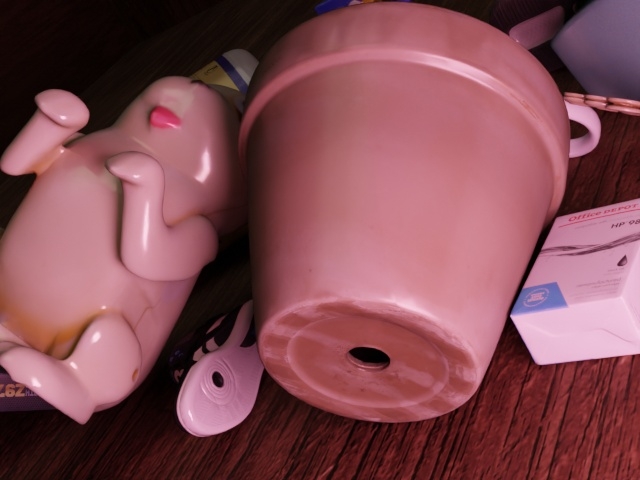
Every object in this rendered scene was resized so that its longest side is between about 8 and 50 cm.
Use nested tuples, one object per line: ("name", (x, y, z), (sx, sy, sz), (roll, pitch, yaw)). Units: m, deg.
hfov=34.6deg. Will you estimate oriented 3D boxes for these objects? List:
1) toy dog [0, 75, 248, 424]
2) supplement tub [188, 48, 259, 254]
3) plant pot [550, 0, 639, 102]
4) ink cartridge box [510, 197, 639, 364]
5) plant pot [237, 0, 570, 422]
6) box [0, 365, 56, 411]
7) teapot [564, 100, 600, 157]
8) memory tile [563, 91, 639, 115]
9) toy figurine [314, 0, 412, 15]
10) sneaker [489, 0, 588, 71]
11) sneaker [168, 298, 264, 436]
("toy dog", (-0.203, -0.006, 1.176), (0.284, 0.395, 0.408), (30, 76, 35))
("supplement tub", (-0.186, -0.098, 1.501), (0.331, 0.241, 0.241), (-35, 22, -4))
("plant pot", (0.381, -0.243, 1.138), (0.166, 0.165, 0.234), (-46, 11, -25))
("ink cartridge box", (0.247, 0.023, 0.896), (0.104, 0.060, 0.180), (-14, 28, 40))
("plant pot", (0.060, -0.004, 0.933), (0.323, 0.323, 0.280), (-18, 42, 32))
("box", (-0.430, 0.172, 1.376), (0.183, 0.059, 0.232), (3, 6, -27))
("teapot", (0.151, -0.124, 1.194), (0.252, 0.187, 0.256), (-47, 46, 14))
("memory tile", (0.332, -0.133, 1.052), (0.148, 0.012, 0.113), (6, 9, -24))
("toy figurine", (0.055, -0.373, 1.787), (0.362, 0.217, 0.191), (-20, 25, 27))
("sneaker", (0.438, -0.377, 1.322), (0.257, 0.169, 0.447), (-46, 21, -27))
("sneaker", (-0.128, 0.154, 1.126), (0.121, 0.079, 0.217), (-25, 16, 30))
